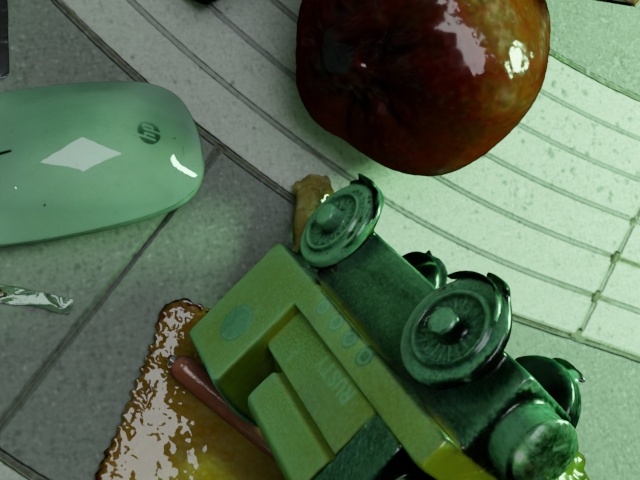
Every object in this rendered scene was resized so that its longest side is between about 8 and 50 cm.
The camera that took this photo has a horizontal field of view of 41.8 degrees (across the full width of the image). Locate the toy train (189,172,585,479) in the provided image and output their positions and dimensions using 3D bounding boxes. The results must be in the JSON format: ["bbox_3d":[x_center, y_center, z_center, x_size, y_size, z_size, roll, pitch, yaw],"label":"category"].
[{"bbox_3d":[0.042,0.112,0.732,0.253,0.397,0.160,-46,124,1],"label":"toy train"}]

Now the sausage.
[{"bbox_3d":[-0.071,0.190,0.867,0.223,0.029,0.029,41,66,-7],"label":"sausage"}]

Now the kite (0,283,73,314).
[{"bbox_3d":[-0.370,0.039,0.821,0.250,0.012,0.229,11,73,-19],"label":"kite"}]

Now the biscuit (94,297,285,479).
[{"bbox_3d":[-0.092,0.203,0.881,0.237,0.013,0.232,24,68,-15],"label":"biscuit"}]

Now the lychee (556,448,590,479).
[{"bbox_3d":[0.128,0.293,0.804,0.270,0.270,0.320,14,76,-17],"label":"lychee"}]

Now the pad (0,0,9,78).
[{"bbox_3d":[-0.392,-0.247,0.892,0.112,0.003,0.157,-1,77,-21],"label":"pad"}]

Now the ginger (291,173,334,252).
[{"bbox_3d":[0.009,0.001,0.942,0.096,0.067,0.165,4,74,4],"label":"ginger"}]

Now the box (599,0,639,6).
[{"bbox_3d":[0.170,-0.421,0.968,0.385,0.344,0.122,24,105,-13],"label":"box"}]

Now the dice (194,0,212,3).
[{"bbox_3d":[-0.128,-0.361,0.954,0.128,0.131,0.120,46,63,-3],"label":"dice"}]

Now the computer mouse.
[{"bbox_3d":[-0.257,-0.084,0.846,0.288,0.097,0.159,-9,80,-25],"label":"computer mouse"}]

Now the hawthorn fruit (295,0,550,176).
[{"bbox_3d":[0.121,-0.212,0.943,0.311,0.295,0.295,7,72,-44],"label":"hawthorn fruit"}]
